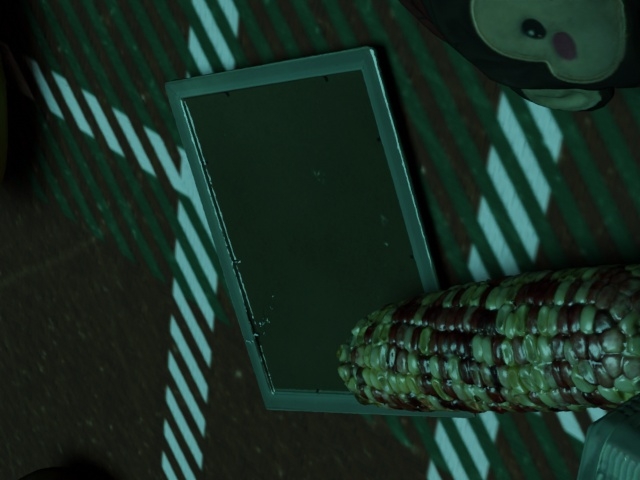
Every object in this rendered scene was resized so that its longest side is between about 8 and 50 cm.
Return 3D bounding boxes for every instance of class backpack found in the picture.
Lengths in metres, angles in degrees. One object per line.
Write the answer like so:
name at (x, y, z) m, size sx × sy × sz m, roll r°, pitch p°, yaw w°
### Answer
backpack at (0.118, -0.192, 0.893) m, size 0.229 × 0.139 × 0.229 m, roll 29°, pitch 147°, yaw 22°

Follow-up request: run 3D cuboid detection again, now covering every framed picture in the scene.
framed picture at (0.000, 0.000, 1.199) m, size 0.232 × 0.019 × 0.296 m, roll -2°, pitch 109°, yaw 43°

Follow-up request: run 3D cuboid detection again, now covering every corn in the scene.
corn at (0.128, 0.073, 1.045) m, size 0.290 × 0.098 × 0.098 m, roll -11°, pitch 102°, yaw 47°

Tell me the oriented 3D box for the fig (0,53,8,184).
fig at (-0.407, -0.143, 1.377) m, size 0.258 × 0.258 × 0.326 m, roll 2°, pitch 125°, yaw 45°

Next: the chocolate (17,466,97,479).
chocolate at (-0.284, 0.315, 1.559) m, size 0.177 × 0.177 × 0.176 m, roll 23°, pitch 126°, yaw 36°

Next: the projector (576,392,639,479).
projector at (0.228, 0.191, 0.938) m, size 0.099 × 0.192 × 0.256 m, roll 32°, pitch 130°, yaw 37°
